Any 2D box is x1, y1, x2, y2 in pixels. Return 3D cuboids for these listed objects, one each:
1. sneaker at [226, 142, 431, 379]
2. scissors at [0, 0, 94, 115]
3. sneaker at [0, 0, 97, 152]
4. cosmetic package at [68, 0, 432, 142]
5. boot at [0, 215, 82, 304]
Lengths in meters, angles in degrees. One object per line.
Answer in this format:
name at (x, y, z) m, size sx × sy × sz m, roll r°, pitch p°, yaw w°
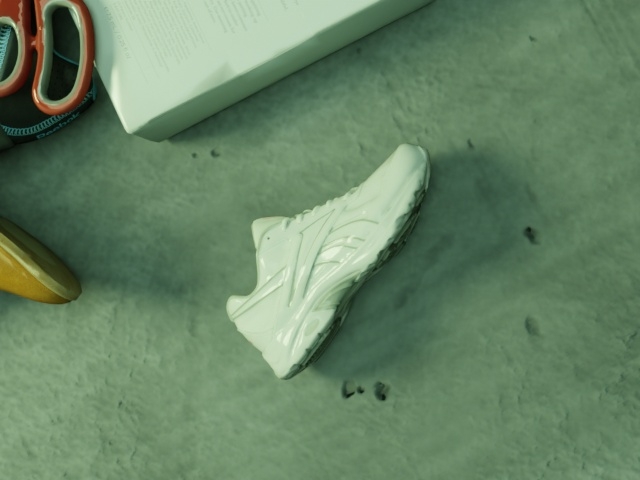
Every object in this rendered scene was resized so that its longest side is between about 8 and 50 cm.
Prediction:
sneaker at (0.000, 0.000, 0.973) m, size 0.115 × 0.090 × 0.232 m, roll 38°, pitch 94°, yaw 10°
scissors at (-0.234, -0.252, 0.951) m, size 0.109 × 0.021 × 0.297 m, roll 4°, pitch 87°, yaw 6°
sneaker at (-0.313, -0.245, 1.018) m, size 0.140 × 0.125 × 0.340 m, roll -22°, pitch 93°, yaw -8°
cosmetic package at (-0.109, -0.316, 0.986) m, size 0.284 × 0.097 × 0.377 m, roll -26°, pitch 86°, yaw 9°
boot at (-0.371, 0.048, 1.011) m, size 0.295 × 0.104 × 0.211 m, roll 31°, pitch 86°, yaw 20°
